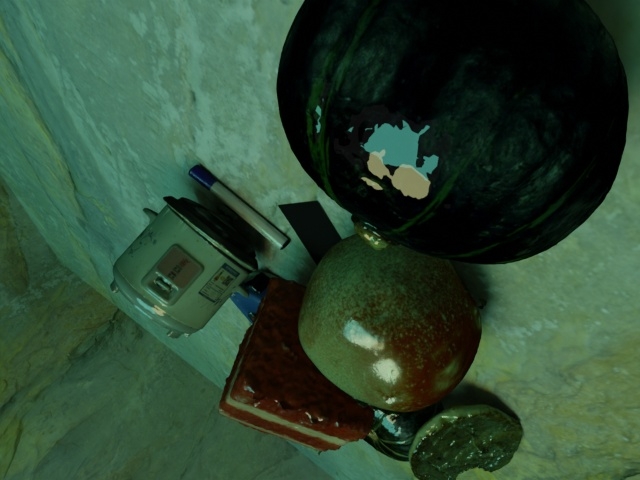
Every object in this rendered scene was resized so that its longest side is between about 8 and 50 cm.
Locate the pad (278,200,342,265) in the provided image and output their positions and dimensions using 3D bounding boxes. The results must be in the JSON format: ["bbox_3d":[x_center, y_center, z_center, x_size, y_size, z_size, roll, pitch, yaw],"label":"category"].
[{"bbox_3d":[0.000,0.000,0.970,0.127,0.004,0.190,0,129,49],"label":"pad"}]

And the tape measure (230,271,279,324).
[{"bbox_3d":[-0.098,0.230,1.290,0.215,0.098,0.351,-4,129,52],"label":"tape measure"}]

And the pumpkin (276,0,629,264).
[{"bbox_3d":[0.101,-0.098,0.439,0.315,0.238,0.315,30,-172,-4],"label":"pumpkin"}]

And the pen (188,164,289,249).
[{"bbox_3d":[-0.178,-0.072,1.051,0.269,0.033,0.033,39,150,4],"label":"pen"}]

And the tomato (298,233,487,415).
[{"bbox_3d":[0.105,0.136,0.788,0.303,0.239,0.303,33,151,21],"label":"tomato"}]

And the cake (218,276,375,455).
[{"bbox_3d":[-0.049,0.273,1.023,0.269,0.270,0.319,24,145,-9],"label":"cake"}]

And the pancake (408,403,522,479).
[{"bbox_3d":[0.300,0.428,1.007,0.253,0.037,0.254,-3,121,-4],"label":"pancake"}]

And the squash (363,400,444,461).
[{"bbox_3d":[0.164,0.395,1.129,0.252,0.165,0.252,32,147,24],"label":"squash"}]

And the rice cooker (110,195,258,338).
[{"bbox_3d":[-0.293,0.045,1.086,0.316,0.317,0.264,43,175,-2],"label":"rice cooker"}]
